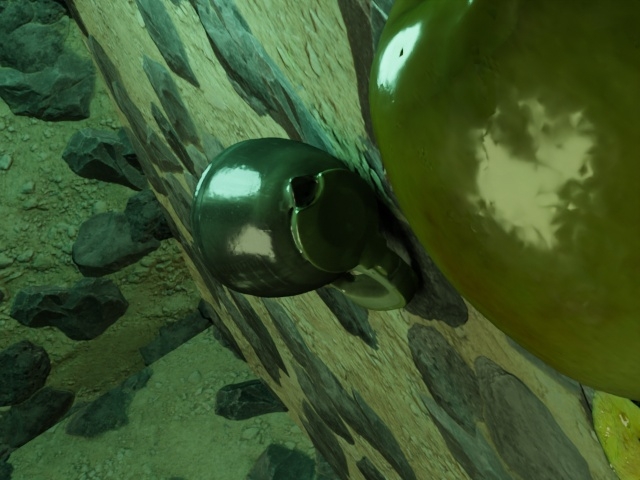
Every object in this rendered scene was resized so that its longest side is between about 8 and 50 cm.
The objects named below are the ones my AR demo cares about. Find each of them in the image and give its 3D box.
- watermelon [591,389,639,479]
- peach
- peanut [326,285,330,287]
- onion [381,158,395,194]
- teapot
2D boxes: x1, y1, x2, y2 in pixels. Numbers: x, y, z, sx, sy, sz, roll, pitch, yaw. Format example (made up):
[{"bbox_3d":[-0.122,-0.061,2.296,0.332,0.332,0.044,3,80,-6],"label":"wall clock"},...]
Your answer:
[{"bbox_3d":[0.335,0.181,0.843,0.204,0.127,0.232,51,165,25],"label":"watermelon"},{"bbox_3d":[0.185,-0.064,0.549,0.315,0.281,0.314,55,161,-20],"label":"peach"},{"bbox_3d":[-0.021,0.006,1.698,0.082,0.082,0.187,32,151,58],"label":"peanut"},{"bbox_3d":[0.162,-0.087,0.866,0.195,0.218,0.139,21,110,16],"label":"onion"},{"bbox_3d":[-0.019,0.007,1.425,0.239,0.239,0.321,6,123,54],"label":"teapot"}]
